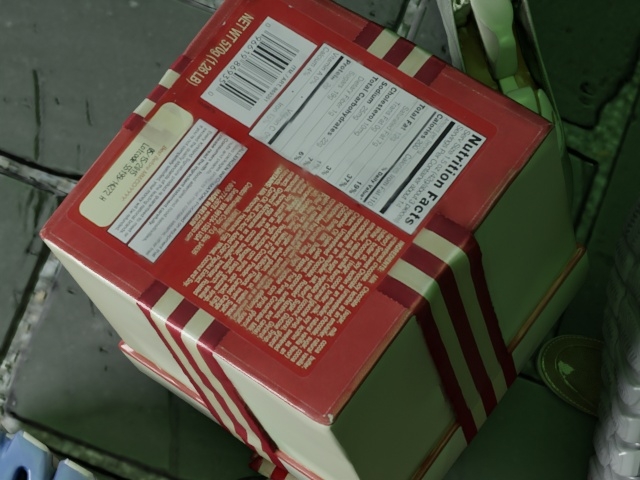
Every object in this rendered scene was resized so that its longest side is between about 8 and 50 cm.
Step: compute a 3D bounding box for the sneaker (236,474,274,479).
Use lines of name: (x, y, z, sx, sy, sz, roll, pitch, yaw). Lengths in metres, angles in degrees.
sneaker: (-0.011, 0.177, 1.227, 0.109, 0.044, 0.040, 12, 78, 1)

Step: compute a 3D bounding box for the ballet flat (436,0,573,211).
ballet flat: (0.126, -0.108, 1.294, 0.072, 0.068, 0.213, -13, 78, -7)

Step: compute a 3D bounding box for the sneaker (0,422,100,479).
sneaker: (-0.138, 0.252, 1.168, 0.315, 0.127, 0.182, 28, 80, 10)

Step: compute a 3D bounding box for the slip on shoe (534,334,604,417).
slip on shoe: (0.209, 0.104, 1.262, 0.135, 0.041, 0.051, 33, 76, 4)

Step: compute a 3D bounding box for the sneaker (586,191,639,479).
sneaker: (0.270, 0.093, 1.170, 0.180, 0.124, 0.321, 2, 121, -1)

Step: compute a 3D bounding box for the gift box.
gift box: (0.000, 0.000, 1.169, 0.276, 0.258, 0.255, 37, 78, 25)
